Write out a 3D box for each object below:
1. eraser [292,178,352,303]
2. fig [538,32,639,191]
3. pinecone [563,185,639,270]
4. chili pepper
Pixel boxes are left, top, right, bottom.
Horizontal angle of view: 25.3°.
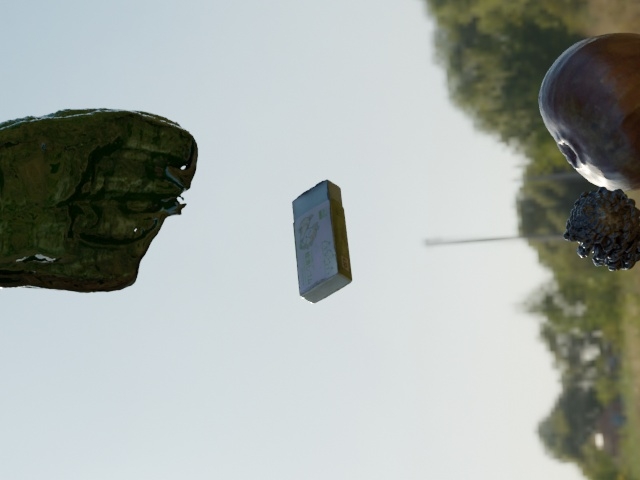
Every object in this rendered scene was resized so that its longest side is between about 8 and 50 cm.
[{"bbox_3d":[0.000,0.000,0.988,0.019,0.038,0.083,30,-139,-37],"label":"eraser"},{"bbox_3d":[0.363,-0.160,1.689,0.205,0.205,0.205,-5,-90,-80],"label":"fig"},{"bbox_3d":[0.278,-0.008,1.380,0.083,0.077,0.077,52,-150,-39],"label":"pinecone"},{"bbox_3d":[-0.320,-0.047,1.624,0.385,0.167,0.213,-13,-62,-39],"label":"chili pepper"}]
